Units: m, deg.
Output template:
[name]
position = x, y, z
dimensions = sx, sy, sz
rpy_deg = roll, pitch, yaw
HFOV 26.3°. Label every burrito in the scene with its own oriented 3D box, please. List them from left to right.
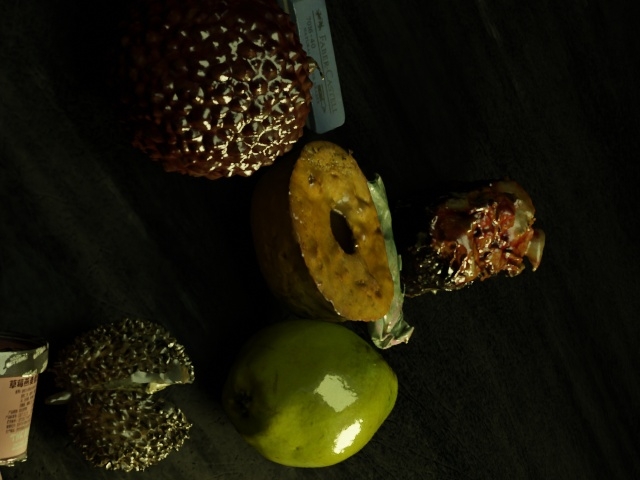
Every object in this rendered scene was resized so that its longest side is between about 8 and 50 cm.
[burrito]
position = 0.084, 0.025, 2.189
dimensions = 0.096, 0.066, 0.309
rpy_deg = -28, 109, -49

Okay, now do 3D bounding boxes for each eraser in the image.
[eraser]
position = -0.015, -0.277, 2.075
dimensions = 0.082, 0.036, 0.225
rpy_deg = -27, 112, -50

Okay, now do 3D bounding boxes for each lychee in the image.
[lychee]
position = -0.132, -0.205, 1.724
dimensions = 0.300, 0.264, 0.264
rpy_deg = -11, 99, -35

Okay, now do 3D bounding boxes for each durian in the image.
[durian]
position = -0.247, 0.189, 1.660
dimensions = 0.196, 0.167, 0.196
rpy_deg = 20, 55, -32

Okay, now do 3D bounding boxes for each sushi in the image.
[sushi]
position = 0.253, -0.001, 2.334
dimensions = 0.343, 0.181, 0.197
rpy_deg = -18, 111, -51

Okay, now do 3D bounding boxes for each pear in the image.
[pear]
position = -0.013, 0.215, 1.924
dimensions = 0.269, 0.212, 0.212
rpy_deg = 1, 89, -42

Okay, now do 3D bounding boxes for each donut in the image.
[donut]
position = 0.000, -0.003, 1.996
dimensions = 0.277, 0.108, 0.278
rpy_deg = 32, 50, -47

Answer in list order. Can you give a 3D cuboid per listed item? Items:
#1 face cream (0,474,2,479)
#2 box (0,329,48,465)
[face cream]
position = -0.422, 0.259, 1.378
dimensions = 0.198, 0.057, 0.084
rpy_deg = -19, 112, -13
[box]
position = -0.373, 0.170, 1.472
dimensions = 0.151, 0.151, 0.135
rpy_deg = -2, 100, -55
